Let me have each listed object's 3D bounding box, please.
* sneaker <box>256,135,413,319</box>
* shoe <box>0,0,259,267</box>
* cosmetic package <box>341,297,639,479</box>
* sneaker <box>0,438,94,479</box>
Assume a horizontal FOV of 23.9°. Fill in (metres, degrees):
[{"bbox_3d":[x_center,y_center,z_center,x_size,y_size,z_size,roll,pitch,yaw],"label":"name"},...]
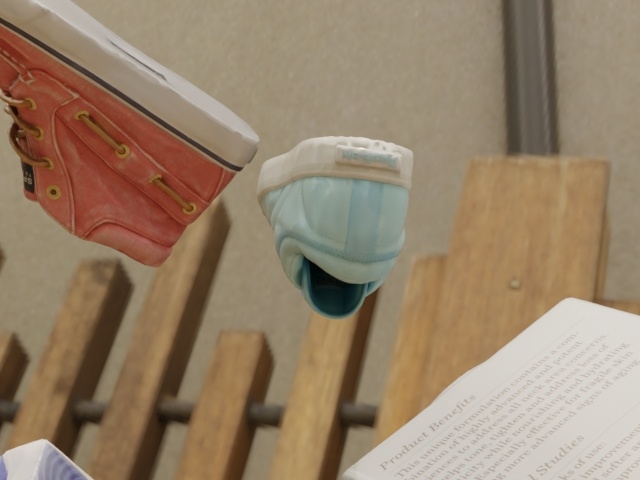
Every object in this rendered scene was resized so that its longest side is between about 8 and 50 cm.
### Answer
[{"bbox_3d":[0.000,0.000,1.437,0.135,0.150,0.366,10,-7,-3],"label":"sneaker"},{"bbox_3d":[-0.117,-0.058,0.655,0.178,0.063,0.081,33,-79,-27],"label":"shoe"},{"bbox_3d":[0.298,0.298,1.403,0.393,0.329,0.327,16,-44,57],"label":"cosmetic package"},{"bbox_3d":[-0.166,0.298,0.928,0.182,0.127,0.316,-25,-73,12],"label":"sneaker"}]
